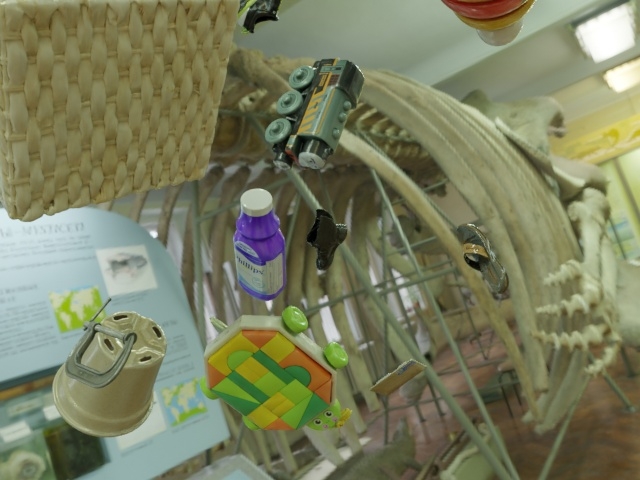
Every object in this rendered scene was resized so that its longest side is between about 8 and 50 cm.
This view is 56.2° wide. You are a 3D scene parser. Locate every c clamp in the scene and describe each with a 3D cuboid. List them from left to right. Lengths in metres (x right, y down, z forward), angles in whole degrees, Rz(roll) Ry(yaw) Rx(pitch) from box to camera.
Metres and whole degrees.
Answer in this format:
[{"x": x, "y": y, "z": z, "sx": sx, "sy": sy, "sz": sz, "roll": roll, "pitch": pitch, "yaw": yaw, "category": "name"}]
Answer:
[{"x": -0.339, "y": 0.159, "z": 0.934, "sx": 0.160, "sy": 0.022, "sz": 0.137, "roll": 13, "pitch": 60, "yaw": 42, "category": "c clamp"}]

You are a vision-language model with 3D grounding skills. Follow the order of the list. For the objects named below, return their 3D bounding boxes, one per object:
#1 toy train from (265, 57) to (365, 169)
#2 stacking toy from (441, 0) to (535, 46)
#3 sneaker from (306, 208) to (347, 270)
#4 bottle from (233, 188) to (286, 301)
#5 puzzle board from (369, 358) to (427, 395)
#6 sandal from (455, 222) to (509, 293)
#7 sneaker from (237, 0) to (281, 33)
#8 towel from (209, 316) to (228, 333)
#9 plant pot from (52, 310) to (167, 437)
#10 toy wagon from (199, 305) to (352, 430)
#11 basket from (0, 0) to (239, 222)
[{"x": -0.012, "y": -0.332, "z": 1.573, "sx": 0.190, "sy": 0.334, "sz": 0.142, "roll": 7, "pitch": -23, "yaw": 34, "category": "toy train"}, {"x": 0.392, "y": -0.601, "z": 1.352, "sx": 0.350, "sy": 0.351, "sz": 0.480, "roll": -21, "pitch": -20, "yaw": 18, "category": "stacking toy"}, {"x": 0.001, "y": 0.002, "z": 1.375, "sx": 0.089, "sy": 0.051, "sz": 0.170, "roll": 6, "pitch": -47, "yaw": -28, "category": "sneaker"}, {"x": -0.135, "y": 0.012, "z": 1.333, "sx": 0.092, "sy": 0.118, "sz": 0.283, "roll": -44, "pitch": -28, "yaw": -35, "category": "bottle"}, {"x": 0.188, "y": 0.331, "z": 1.452, "sx": 0.128, "sy": 0.011, "sz": 0.096, "roll": -40, "pitch": -37, "yaw": 13, "category": "puzzle board"}, {"x": 0.398, "y": 0.046, "z": 1.523, "sx": 0.060, "sy": 0.219, "sz": 0.090, "roll": -14, "pitch": -31, "yaw": -16, "category": "sandal"}, {"x": -0.140, "y": -0.668, "z": 1.699, "sx": 0.234, "sy": 0.097, "sz": 0.084, "roll": -38, "pitch": 5, "yaw": -4, "category": "sneaker"}, {"x": -0.300, "y": 0.309, "z": 1.981, "sx": 0.027, "sy": 0.148, "sz": 0.110, "roll": -51, "pitch": -25, "yaw": -19, "category": "towel"}, {"x": -0.652, "y": 0.407, "z": 1.934, "sx": 0.333, "sy": 0.334, "sz": 0.305, "roll": -12, "pitch": -35, "yaw": -50, "category": "plant pot"}, {"x": -0.068, "y": 0.294, "z": 1.226, "sx": 0.267, "sy": 0.344, "sz": 0.068, "roll": -41, "pitch": 19, "yaw": 20, "category": "toy wagon"}, {"x": -0.319, "y": -0.251, "z": 0.814, "sx": 0.328, "sy": 0.266, "sz": 0.331, "roll": -21, "pitch": -35, "yaw": -39, "category": "basket"}]
